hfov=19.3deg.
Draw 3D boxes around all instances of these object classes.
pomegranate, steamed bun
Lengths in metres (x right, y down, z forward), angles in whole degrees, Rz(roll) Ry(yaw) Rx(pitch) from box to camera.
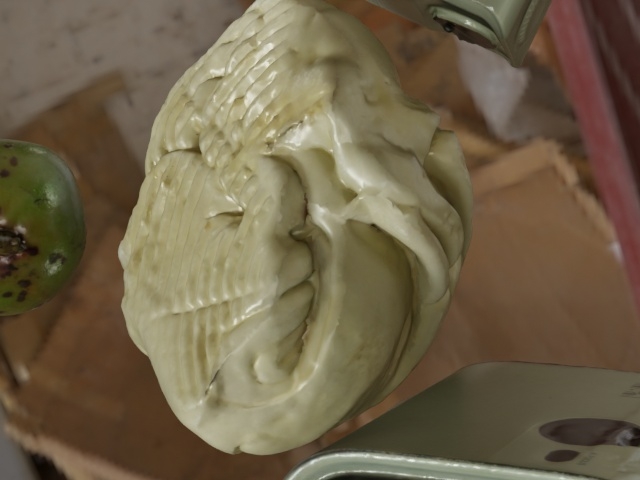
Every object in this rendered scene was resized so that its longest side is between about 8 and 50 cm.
[{"bbox_3d":[-0.295,-0.013,1.665,0.156,0.156,0.220,-35,22,-31],"label":"pomegranate"},{"bbox_3d":[-0.002,0.002,1.363,0.276,0.203,0.289,-44,44,31],"label":"steamed bun"}]

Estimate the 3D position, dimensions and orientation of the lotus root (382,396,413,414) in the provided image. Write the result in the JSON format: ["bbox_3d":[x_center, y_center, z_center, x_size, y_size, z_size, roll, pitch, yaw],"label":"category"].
[{"bbox_3d":[0.088,0.197,1.485,0.125,0.118,0.221,6,23,6],"label":"lotus root"}]

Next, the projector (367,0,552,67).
[{"bbox_3d":[0.104,-0.253,1.435,0.242,0.177,0.163,25,0,11],"label":"projector"}]

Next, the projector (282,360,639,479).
[{"bbox_3d":[0.129,0.220,1.114,0.248,0.248,0.249,4,10,24],"label":"projector"}]
